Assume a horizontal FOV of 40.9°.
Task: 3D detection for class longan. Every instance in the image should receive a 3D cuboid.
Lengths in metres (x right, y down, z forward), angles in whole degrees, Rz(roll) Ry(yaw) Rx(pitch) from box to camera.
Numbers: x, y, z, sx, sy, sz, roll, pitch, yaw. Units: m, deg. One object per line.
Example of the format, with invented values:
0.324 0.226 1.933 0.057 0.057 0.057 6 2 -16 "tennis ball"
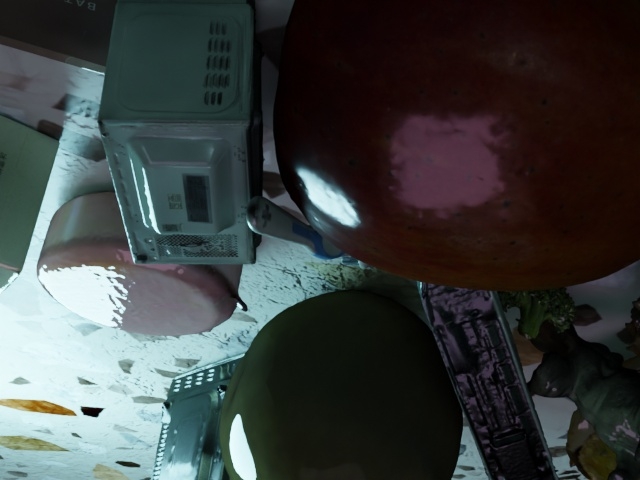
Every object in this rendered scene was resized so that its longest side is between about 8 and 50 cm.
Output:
0.027 0.236 1.141 0.360 0.361 0.361 5 150 3 "longan"

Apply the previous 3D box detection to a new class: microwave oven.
-0.109 -0.088 0.749 0.122 0.162 0.208 0 148 -3 "microwave oven"
-0.137 0.386 1.380 0.286 0.355 0.218 -21 140 40 "microwave oven"

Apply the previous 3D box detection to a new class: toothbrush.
0.004 0.000 0.874 0.040 0.040 0.386 -2 173 15 "toothbrush"

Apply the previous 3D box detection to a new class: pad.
-0.232 -0.209 0.720 0.266 0.002 0.176 15 149 -13 "pad"

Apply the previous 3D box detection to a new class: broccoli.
0.257 0.077 1.030 0.095 0.092 0.097 18 168 22 "broccoli"

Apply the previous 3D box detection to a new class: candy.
-0.210 0.036 1.047 0.255 0.094 0.255 5 150 3 "candy"

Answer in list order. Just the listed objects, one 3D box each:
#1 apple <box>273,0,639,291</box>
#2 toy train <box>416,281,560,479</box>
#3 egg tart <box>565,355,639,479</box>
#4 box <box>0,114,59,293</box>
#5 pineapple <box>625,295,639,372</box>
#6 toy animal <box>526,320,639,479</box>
0.137 -0.099 0.728 0.364 0.295 0.329 13 -173 -8 "apple"
0.197 0.155 1.026 0.086 0.088 0.407 -19 121 8 "toy train"
0.519 0.280 1.193 0.345 0.132 0.345 -2 131 -2 "egg tart"
-0.400 -0.072 0.830 0.256 0.164 0.069 25 143 -28 "box"
0.424 0.098 0.972 0.193 0.166 0.166 23 146 -23 "pineapple"
0.378 0.211 1.032 0.343 0.168 0.106 36 131 17 "toy animal"
